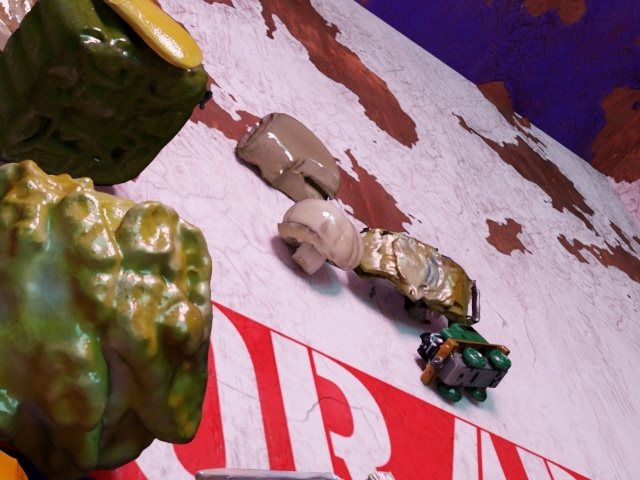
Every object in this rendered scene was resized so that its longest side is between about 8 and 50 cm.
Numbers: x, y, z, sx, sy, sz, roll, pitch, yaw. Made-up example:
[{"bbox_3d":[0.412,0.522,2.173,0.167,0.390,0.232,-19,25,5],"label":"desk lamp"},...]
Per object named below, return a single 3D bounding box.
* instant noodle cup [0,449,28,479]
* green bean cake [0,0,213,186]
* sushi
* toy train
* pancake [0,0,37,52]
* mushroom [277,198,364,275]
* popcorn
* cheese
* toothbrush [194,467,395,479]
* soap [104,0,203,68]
[{"bbox_3d":[-0.304,0.243,0.889,0.208,0.177,0.125,53,5,-24],"label":"instant noodle cup"},{"bbox_3d":[-0.313,-0.202,1.483,0.246,0.250,0.156,16,35,-47],"label":"green bean cake"},{"bbox_3d":[0.171,0.083,1.925,0.291,0.131,0.139,33,48,-37],"label":"sushi"},{"bbox_3d":[0.241,0.203,1.867,0.227,0.091,0.136,12,28,-47],"label":"toy train"},{"bbox_3d":[-0.427,-0.373,1.738,0.387,0.082,0.387,47,25,-29],"label":"pancake"},{"bbox_3d":[0.000,0.000,1.804,0.154,0.123,0.154,29,-13,7],"label":"mushroom"},{"bbox_3d":[-0.248,0.092,1.090,0.312,0.312,0.312,34,26,-19],"label":"popcorn"},{"bbox_3d":[-0.048,-0.149,1.998,0.202,0.091,0.175,40,26,-5],"label":"cheese"},{"bbox_3d":[-0.017,0.306,1.372,0.375,0.028,0.037,15,30,-47],"label":"toothbrush"},{"bbox_3d":[-0.222,-0.283,1.405,0.168,0.033,0.089,41,22,-2],"label":"soap"}]
